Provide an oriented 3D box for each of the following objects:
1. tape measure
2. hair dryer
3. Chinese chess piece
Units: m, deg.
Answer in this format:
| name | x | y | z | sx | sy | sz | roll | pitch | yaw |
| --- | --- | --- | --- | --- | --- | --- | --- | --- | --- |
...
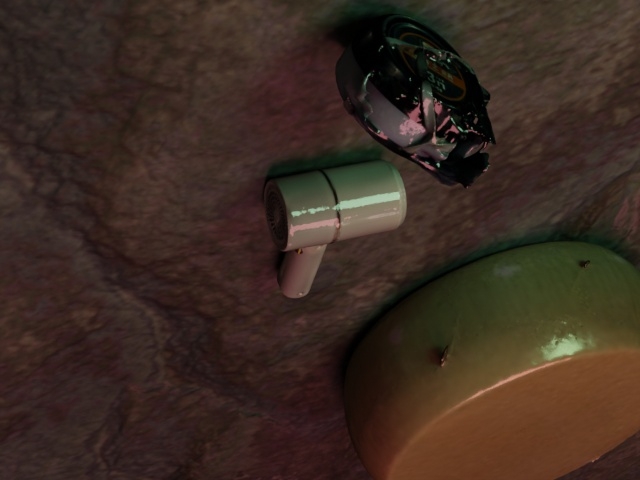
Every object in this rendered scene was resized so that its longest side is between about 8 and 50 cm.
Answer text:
| name | x | y | z | sx | sy | sz | roll | pitch | yaw |
| --- | --- | --- | --- | --- | --- | --- | --- | --- | --- |
| tape measure | 0.055 | -0.083 | 0.879 | 0.094 | 0.091 | 0.054 | 35 | 122 | -18 |
| hair dryer | 0.000 | 0.000 | 1.023 | 0.082 | 0.047 | 0.137 | -11 | 153 | -20 |
| Chinese chess piece | 0.150 | 0.109 | 1.227 | 0.273 | 0.102 | 0.273 | -16 | 150 | -10 |
